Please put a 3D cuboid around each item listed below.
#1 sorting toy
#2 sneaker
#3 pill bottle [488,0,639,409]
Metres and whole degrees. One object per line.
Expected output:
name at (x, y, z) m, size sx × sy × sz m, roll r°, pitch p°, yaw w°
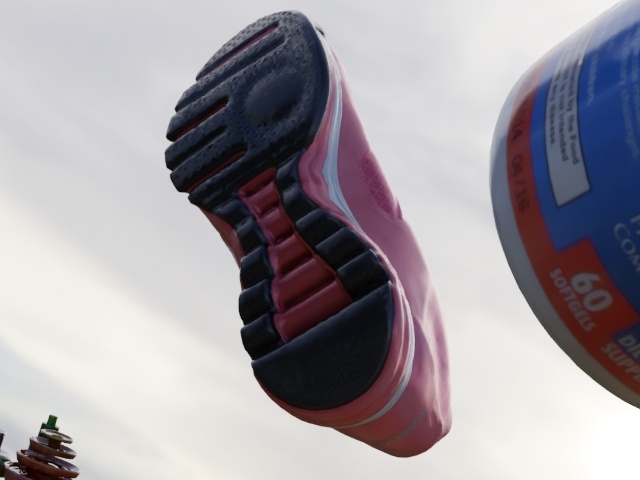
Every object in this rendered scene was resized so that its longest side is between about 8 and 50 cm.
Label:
sorting toy at (-0.175, 0.120, 1.128) m, size 0.102 × 0.042 × 0.061 m, roll 19°, pitch 1°, yaw 28°
sneaker at (0.000, 0.001, 1.144) m, size 0.116 × 0.314 × 0.136 m, roll -29°, pitch -41°, yaw 16°
pill bottle at (0.155, -0.041, 0.494) m, size 0.124 × 0.124 × 0.221 m, roll 31°, pitch -37°, yaw -20°
